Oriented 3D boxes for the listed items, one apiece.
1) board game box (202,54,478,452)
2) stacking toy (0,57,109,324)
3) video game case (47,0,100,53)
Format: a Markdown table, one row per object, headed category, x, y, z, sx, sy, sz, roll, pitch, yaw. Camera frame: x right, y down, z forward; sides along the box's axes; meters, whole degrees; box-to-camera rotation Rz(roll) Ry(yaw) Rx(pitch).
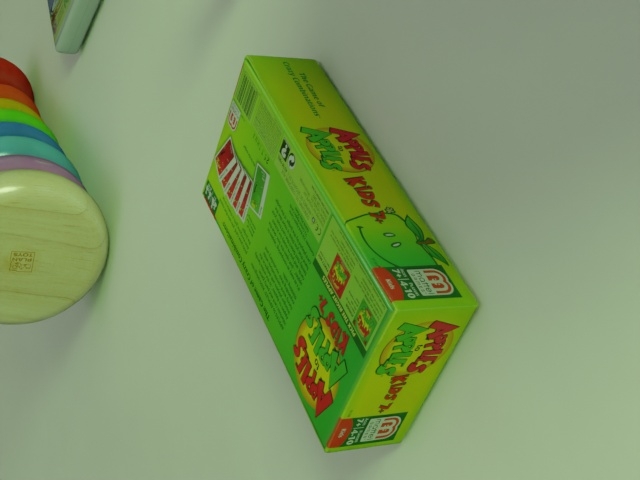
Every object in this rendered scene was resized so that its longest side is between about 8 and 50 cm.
| category | x | y | z | sx | sy | sz | roll | pitch | yaw |
| --- | --- | --- | --- | --- | --- | --- | --- | --- | --- |
| board game box | 0.000 | 0.000 | 0.505 | 0.181 | 0.043 | 0.092 | 61 | 141 | 40 |
| stacking toy | -0.292 | -0.072 | 0.944 | 0.330 | 0.141 | 0.141 | 56 | 138 | 49 |
| video game case | -0.196 | -0.293 | 0.861 | 0.212 | 0.023 | 0.193 | -45 | 53 | 51 |
